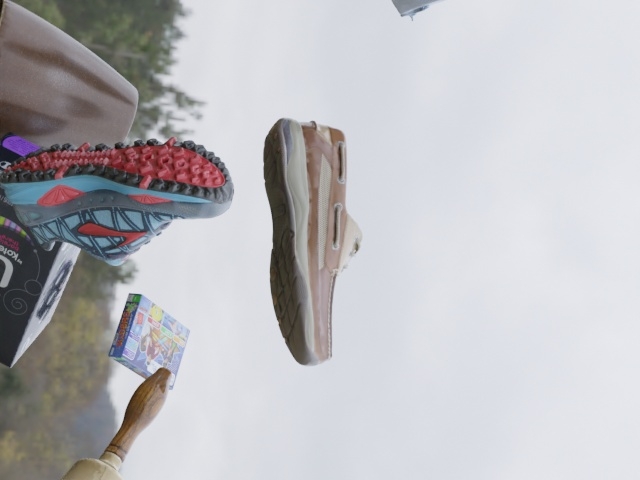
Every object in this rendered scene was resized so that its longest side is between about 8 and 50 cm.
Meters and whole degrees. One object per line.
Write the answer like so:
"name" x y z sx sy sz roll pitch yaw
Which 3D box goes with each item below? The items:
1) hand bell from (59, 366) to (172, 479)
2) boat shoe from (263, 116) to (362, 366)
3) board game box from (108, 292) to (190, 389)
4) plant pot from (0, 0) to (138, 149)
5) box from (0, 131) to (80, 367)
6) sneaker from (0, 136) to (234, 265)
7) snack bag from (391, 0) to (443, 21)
"hand bell" -0.236 0.240 1.240 0.242 0.126 0.126 -63 179 -42
"boat shoe" 0.000 0.000 1.390 0.123 0.116 0.324 176 -88 -70
"board game box" -0.344 0.207 2.174 0.201 0.035 0.136 49 50 -55
"plant pot" -0.397 -0.217 1.587 0.215 0.230 0.215 -42 -142 45
"box" -0.437 0.014 1.501 0.270 0.165 0.143 -61 -178 28
"sneaker" -0.203 -0.036 1.129 0.104 0.262 0.125 -57 143 -50
"snack bag" 0.123 -0.478 1.512 0.037 0.342 0.323 -51 -156 -23
